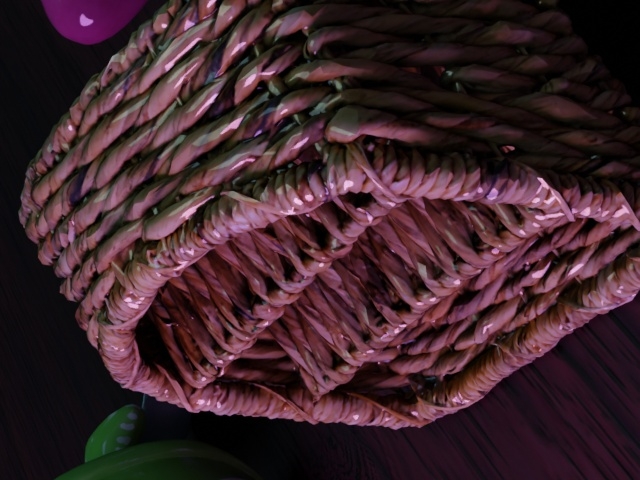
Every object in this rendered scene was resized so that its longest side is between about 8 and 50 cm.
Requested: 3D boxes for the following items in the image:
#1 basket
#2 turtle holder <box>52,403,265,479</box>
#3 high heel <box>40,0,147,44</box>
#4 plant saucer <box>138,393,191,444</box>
[{"bbox_3d":[0.000,0.000,0.739,0.223,0.213,0.299,57,144,7],"label":"basket"},{"bbox_3d":[-0.133,0.286,0.962,0.227,0.320,0.243,40,148,50],"label":"turtle holder"},{"bbox_3d":[-0.093,-0.308,0.954,0.181,0.127,0.377,19,96,64],"label":"high heel"},{"bbox_3d":[-0.110,0.092,1.122,0.195,0.037,0.195,-171,90,-86],"label":"plant saucer"}]
